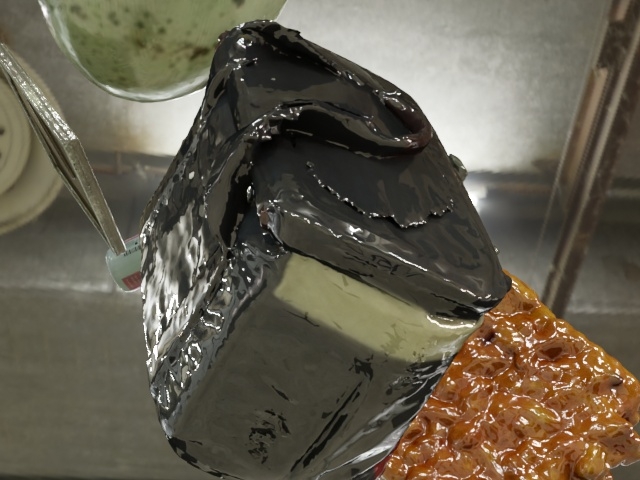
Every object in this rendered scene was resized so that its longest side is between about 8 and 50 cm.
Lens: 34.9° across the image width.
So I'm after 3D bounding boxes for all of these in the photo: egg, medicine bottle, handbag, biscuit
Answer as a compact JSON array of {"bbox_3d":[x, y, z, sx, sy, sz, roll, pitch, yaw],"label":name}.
[{"bbox_3d":[-0.152,-0.328,1.030,0.287,0.379,0.287,23,-4,2],"label":"egg"},{"bbox_3d":[-0.264,0.012,1.794,0.216,0.090,0.090,-24,-48,8],"label":"medicine bottle"},{"bbox_3d":[0.000,0.000,0.577,0.181,0.254,0.181,19,-60,-22],"label":"handbag"},{"bbox_3d":[0.180,0.201,1.148,0.318,0.312,0.110,-38,-42,-8],"label":"biscuit"}]

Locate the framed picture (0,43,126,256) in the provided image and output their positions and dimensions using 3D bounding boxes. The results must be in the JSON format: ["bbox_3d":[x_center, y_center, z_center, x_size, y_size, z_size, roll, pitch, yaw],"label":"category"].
[{"bbox_3d":[-0.257,-0.085,1.020,0.015,0.150,0.203,-34,-28,-15],"label":"framed picture"}]
